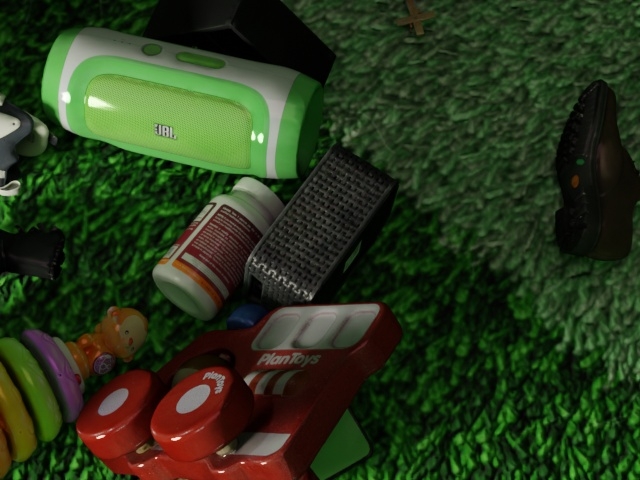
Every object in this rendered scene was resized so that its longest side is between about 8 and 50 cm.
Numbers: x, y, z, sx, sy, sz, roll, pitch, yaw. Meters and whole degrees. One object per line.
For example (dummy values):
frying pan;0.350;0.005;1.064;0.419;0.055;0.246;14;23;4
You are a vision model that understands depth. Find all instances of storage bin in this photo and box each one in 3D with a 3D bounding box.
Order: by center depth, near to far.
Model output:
storage bin;0.000;0.000;1.740;0.084;0.122;0.180;33;67;10

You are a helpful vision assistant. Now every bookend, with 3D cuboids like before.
bookend;-0.095;-0.223;1.846;0.157;0.156;0.072;-2;58;43

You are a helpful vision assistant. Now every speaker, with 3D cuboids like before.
speaker;-0.153;-0.153;1.778;0.296;0.131;0.131;13;66;10

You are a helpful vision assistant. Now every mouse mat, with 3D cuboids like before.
mouse mat;-0.050;0.186;1.723;0.152;0.007;0.190;-27;72;-15

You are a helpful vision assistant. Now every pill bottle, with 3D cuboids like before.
pill bottle;-0.107;0.007;1.751;0.086;0.086;0.152;35;69;10

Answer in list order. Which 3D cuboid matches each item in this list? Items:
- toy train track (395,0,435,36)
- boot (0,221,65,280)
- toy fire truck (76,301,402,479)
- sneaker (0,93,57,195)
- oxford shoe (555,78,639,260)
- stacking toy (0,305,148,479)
toy train track;0.110;-0.279;1.930;0.048;0.014;0.083;-13;63;-2
boot;-0.332;0.027;1.730;0.099;0.045;0.121;8;43;0
toy fire truck;-0.082;0.163;1.607;0.254;0.302;0.169;-52;120;-33
sneaker;-0.366;-0.152;1.794;0.153;0.094;0.235;7;67;-3
oxford shoe;0.326;-0.077;1.836;0.096;0.083;0.227;14;66;-19
stacking toy;-0.303;0.152;1.619;0.302;0.175;0.166;-27;31;-22
